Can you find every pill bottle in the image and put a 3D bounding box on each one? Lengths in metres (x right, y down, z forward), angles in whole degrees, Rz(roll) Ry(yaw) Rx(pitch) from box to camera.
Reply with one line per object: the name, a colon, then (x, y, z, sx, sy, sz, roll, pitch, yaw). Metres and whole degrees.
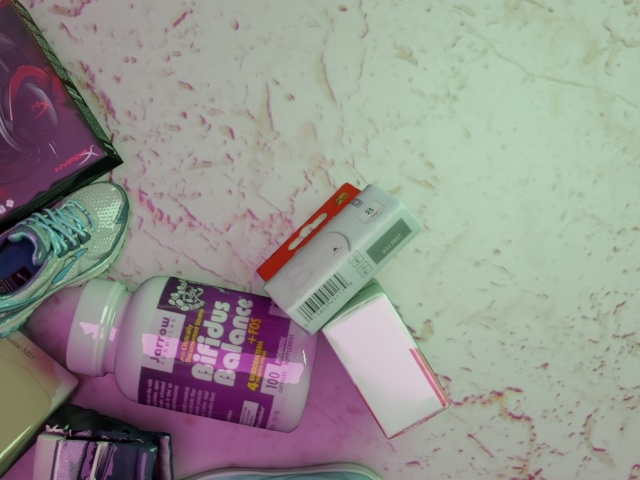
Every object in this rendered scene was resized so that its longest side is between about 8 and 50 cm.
pill bottle: (-0.162, 0.139, 1.041, 0.302, 0.169, 0.169, 12, 88, -3)

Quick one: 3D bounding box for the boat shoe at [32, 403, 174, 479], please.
boat shoe: (-0.277, 0.386, 1.011, 0.158, 0.127, 0.340, 6, 97, 11)

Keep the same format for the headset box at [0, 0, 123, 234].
headset box: (-0.438, -0.174, 1.059, 0.218, 0.110, 0.293, -32, 91, -3)

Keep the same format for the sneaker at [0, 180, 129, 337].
sneaker: (-0.344, 0.014, 1.018, 0.110, 0.122, 0.283, 40, 58, 3)

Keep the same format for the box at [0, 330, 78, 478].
box: (-0.450, 0.247, 0.953, 0.148, 0.311, 0.121, 38, 128, -1)

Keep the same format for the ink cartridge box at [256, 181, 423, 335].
ink cartridge box: (0.000, 0.000, 1.019, 0.189, 0.232, 0.066, -44, 122, -3)

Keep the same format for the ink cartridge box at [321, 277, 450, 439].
ink cartridge box: (0.078, 0.141, 1.029, 0.092, 0.218, 0.158, -31, 91, 4)

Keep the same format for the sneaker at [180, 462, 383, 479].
sneaker: (-0.086, 0.371, 1.050, 0.366, 0.150, 0.135, -13, 89, -2)
